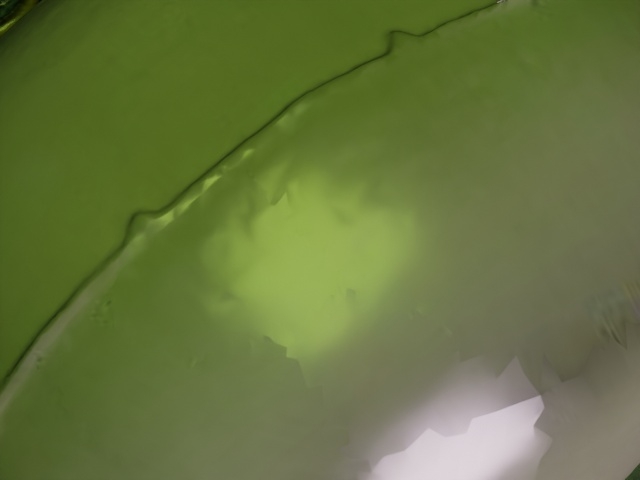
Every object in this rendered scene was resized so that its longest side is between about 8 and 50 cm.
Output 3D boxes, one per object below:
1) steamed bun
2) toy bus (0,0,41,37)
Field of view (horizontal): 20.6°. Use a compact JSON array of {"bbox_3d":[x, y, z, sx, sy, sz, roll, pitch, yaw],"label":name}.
[{"bbox_3d":[0.004,0.005,0.741,0.374,0.334,0.334,-26,96,-25],"label":"steamed bun"},{"bbox_3d":[-0.164,-0.250,0.807,0.123,0.121,0.336,-13,92,-20],"label":"toy bus"}]
